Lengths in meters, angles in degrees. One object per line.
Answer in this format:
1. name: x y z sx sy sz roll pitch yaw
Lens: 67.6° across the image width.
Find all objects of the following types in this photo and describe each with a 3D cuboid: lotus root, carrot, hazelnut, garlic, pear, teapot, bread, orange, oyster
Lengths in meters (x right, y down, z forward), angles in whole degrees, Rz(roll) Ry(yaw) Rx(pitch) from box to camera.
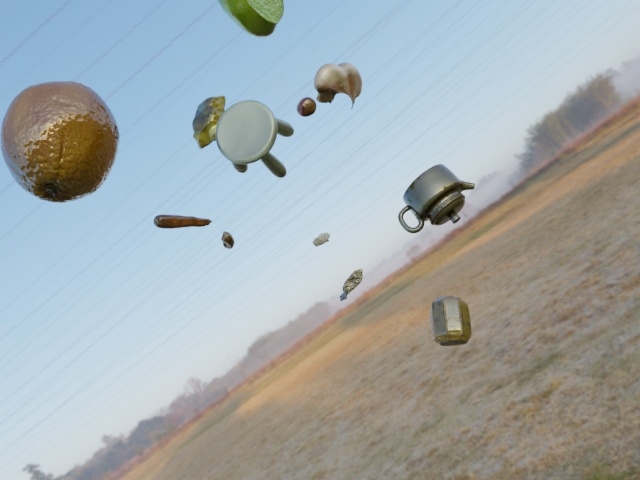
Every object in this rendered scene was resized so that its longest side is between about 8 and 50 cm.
1. lotus root: -0.274 0.000 1.438 0.083 0.030 0.038 92 -165 -69
2. carrot: -0.543 -0.074 1.893 0.247 0.059 0.059 -1 -33 -44
3. hazelnut: -0.058 -0.553 1.971 0.086 0.086 0.086 -34 -11 -8
4. garlic: 0.051 -0.451 1.375 0.174 0.099 0.124 -13 -59 -51
5. pear: -0.267 -0.930 1.868 0.159 0.293 0.292 -9 7 37
6. teapot: 0.380 -0.120 1.563 0.267 0.175 0.185 -39 -23 5
7. bread: -0.470 -0.506 2.003 0.160 0.233 0.088 -29 -33 32
8. orange: -0.762 -0.287 1.408 0.321 0.358 0.322 -4 -33 -2
9. oyster: 0.133 0.188 2.083 0.177 0.056 0.105 -54 -7 37

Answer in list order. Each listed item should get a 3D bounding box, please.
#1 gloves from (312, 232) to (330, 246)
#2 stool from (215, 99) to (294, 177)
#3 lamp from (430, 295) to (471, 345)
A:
1. gloves: 0.001 0.001 1.744 0.081 0.037 0.044 -45 -53 2
2. stool: -0.203 -0.312 1.494 0.198 0.195 0.196 28 -109 -76
3. lamp: 0.520 0.323 1.913 0.161 0.185 0.161 0 -24 0
